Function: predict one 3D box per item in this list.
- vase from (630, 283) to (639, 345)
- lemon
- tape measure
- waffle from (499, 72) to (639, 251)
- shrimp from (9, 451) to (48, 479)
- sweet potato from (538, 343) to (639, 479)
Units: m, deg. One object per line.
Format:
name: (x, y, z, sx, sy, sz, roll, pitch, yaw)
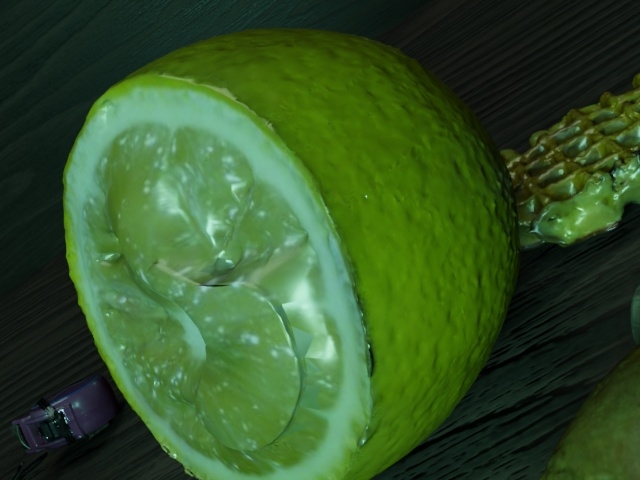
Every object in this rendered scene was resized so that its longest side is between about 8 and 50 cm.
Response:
vase: (0.258, 0.049, 0.421, 0.100, 0.053, 0.053, -8, 33, 44)
lemon: (0.000, 0.000, 0.544, 0.364, 0.364, 0.364, -31, 21, 13)
tape measure: (-0.346, 0.241, 0.915, 0.125, 0.074, 0.118, -18, 7, 38)
waffle: (0.295, -0.084, 0.644, 0.283, 0.065, 0.309, -45, 18, -28)
shrimp: (-0.437, 0.371, 0.725, 0.171, 0.137, 0.372, 1, 41, 35)
sweet potato: (0.220, 0.077, 0.286, 0.369, 0.158, 0.158, -35, 20, 17)
